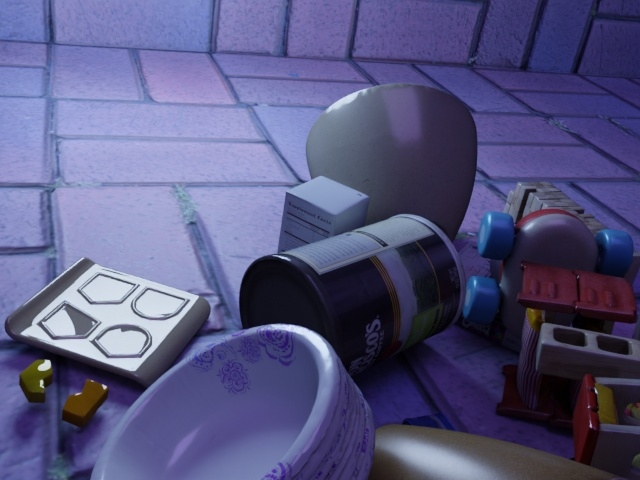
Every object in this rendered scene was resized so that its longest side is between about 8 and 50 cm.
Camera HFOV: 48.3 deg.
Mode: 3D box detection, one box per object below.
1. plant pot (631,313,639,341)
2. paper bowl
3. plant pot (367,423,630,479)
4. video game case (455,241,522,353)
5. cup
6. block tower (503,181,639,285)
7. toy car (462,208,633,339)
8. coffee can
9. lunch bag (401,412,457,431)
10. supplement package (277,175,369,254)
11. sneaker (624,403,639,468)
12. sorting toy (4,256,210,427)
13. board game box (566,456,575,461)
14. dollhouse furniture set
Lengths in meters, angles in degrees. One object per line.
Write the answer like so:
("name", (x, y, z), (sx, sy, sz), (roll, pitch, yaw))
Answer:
("plant pot", (0.661, 0.193, 0.975), (0.305, 0.334, 0.334), (15, 27, -15))
("paper bowl", (-0.078, 0.231, 0.734), (0.284, 0.148, 0.284), (-24, 28, 14))
("plant pot", (0.146, 0.290, 0.720), (0.237, 0.237, 0.254), (-16, 24, -38))
("video game case", (0.313, 0.095, 1.272), (0.210, 0.042, 0.232), (24, 32, 23))
("cup", (0.141, -0.087, 1.315), (0.331, 0.331, 0.237), (4, 54, -10))
("block tower", (0.512, -0.017, 1.484), (0.097, 0.091, 0.335), (-3, 31, -21))
("toy car", (0.346, 0.030, 1.173), (0.219, 0.210, 0.238), (8, 19, -1))
("coffee can", (0.050, 0.085, 1.045), (0.275, 0.201, 0.201), (-18, 39, -40))
("lunch bag", (0.143, 0.264, 0.897), (0.065, 0.067, 0.098), (-2, 30, -22))
("supplement package", (0.000, 0.000, 1.204), (0.105, 0.179, 0.105), (26, 33, 27))
("sneaker", (0.440, 0.213, 0.924), (0.094, 0.208, 0.081), (7, -19, 28))
("sorting toy", (-0.318, 0.139, 1.013), (0.229, 0.041, 0.307), (19, 30, 8))
("board game box", (0.427, 0.355, 0.864), (0.136, 0.030, 0.259), (-2, 31, -25))
("dollhouse furniture set", (0.307, 0.196, 0.899), (0.152, 0.201, 0.374), (9, 25, 14))
